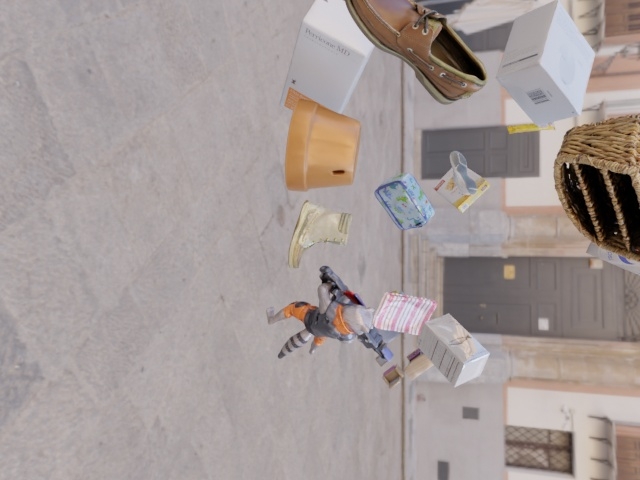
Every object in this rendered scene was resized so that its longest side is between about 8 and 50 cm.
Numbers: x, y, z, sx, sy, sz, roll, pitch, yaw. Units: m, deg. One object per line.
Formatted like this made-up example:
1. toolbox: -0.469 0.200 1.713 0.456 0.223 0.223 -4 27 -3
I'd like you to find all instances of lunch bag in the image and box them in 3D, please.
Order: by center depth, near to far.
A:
1. lunch bag: 0.325 -0.147 1.923 0.090 0.176 0.219 -46 109 -31

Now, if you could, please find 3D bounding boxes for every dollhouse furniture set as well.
1. dollhouse furniture set: 0.289 0.397 1.973 0.303 0.286 0.198 52 12 7

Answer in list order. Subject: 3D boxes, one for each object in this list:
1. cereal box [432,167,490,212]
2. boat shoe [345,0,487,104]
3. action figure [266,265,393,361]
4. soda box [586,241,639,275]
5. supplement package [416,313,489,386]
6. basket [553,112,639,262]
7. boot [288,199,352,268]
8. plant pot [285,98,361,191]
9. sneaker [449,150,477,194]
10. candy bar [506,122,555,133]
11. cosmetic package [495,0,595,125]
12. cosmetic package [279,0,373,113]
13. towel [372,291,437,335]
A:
1. cereal box: 0.634 -0.245 2.239 0.047 0.173 0.240 38 11 -32
2. boat shoe: 0.186 -0.381 0.903 0.307 0.104 0.110 33 77 -21
3. action figure: 0.038 0.257 1.354 0.341 0.330 0.178 49 49 -11
4. soda box: 1.195 0.060 1.900 0.098 0.286 0.091 -18 129 -49
5. supplement package: 0.388 0.321 1.457 0.179 0.105 0.105 48 -39 43
6. basket: 0.667 -0.105 1.161 0.299 0.213 0.223 54 50 -30
7. boot: 0.000 0.000 1.490 0.077 0.165 0.213 41 65 -85
8. plant pot: 0.017 -0.289 1.564 0.291 0.203 0.291 8 90 -85
9. sneaker: 0.444 -0.212 1.582 0.152 0.054 0.061 65 -22 -8
10. candy bar: 0.741 -0.394 1.726 0.018 0.161 0.040 78 11 -48
11. cosmetic package: 0.628 -0.486 1.370 0.224 0.138 0.224 33 70 -30
12. cosmetic package: 0.022 -0.591 1.701 0.161 0.230 0.453 -63 -177 -23
13. towel: 0.280 0.249 1.656 0.029 0.197 0.144 -106 -150 -61
